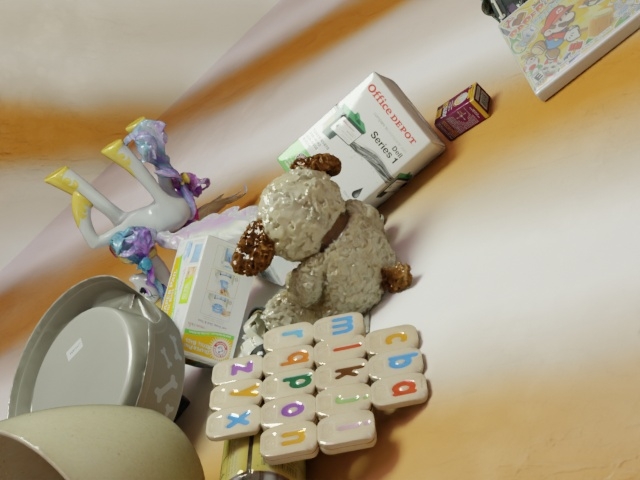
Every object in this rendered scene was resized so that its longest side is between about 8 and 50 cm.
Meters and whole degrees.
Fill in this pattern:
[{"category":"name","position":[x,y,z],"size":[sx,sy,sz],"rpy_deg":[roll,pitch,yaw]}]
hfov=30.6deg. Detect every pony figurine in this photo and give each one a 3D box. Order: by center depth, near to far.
[{"category":"pony figurine","position":[-0.295,-0.046,2.245],"size":[0.351,0.363,0.303],"rpy_deg":[-34,18,-7]}]

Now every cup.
[{"category":"cup","position":[-0.292,0.351,1.559],"size":[0.331,0.331,0.237],"rpy_deg":[-25,1,43]}]

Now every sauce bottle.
[{"category":"sauce bottle","position":[-0.069,0.253,1.522],"size":[0.111,0.111,0.344],"rpy_deg":[-38,21,20]}]

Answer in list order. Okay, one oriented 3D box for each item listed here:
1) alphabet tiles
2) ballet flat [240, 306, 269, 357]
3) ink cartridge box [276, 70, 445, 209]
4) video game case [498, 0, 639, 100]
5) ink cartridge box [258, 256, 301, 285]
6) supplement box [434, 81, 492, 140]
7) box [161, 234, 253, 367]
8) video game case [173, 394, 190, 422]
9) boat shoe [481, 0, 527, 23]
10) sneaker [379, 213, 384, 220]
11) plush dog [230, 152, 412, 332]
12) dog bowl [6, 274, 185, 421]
[{"category":"alphabet tiles","position":[-0.006,0.182,1.488],"size":[0.278,0.021,0.284],"rpy_deg":[-12,27,5]},{"category":"ballet flat","position":[-0.092,0.164,1.783],"size":[0.074,0.074,0.203],"rpy_deg":[-39,22,19]},{"category":"ink cartridge box","position":[0.066,-0.142,1.891],"size":[0.219,0.160,0.092],"rpy_deg":[-42,-17,14]},{"category":"video game case","position":[0.389,-0.341,1.772],"size":[0.227,0.026,0.206],"rpy_deg":[-39,37,20]},{"category":"ink cartridge box","position":[-0.020,-0.016,2.030],"size":[0.232,0.066,0.189],"rpy_deg":[-30,16,-16]},{"category":"supplement box","position":[0.229,-0.207,1.881],"size":[0.083,0.043,0.055],"rpy_deg":[-33,26,33]},{"category":"box","position":[-0.193,0.105,1.947],"size":[0.114,0.103,0.203],"rpy_deg":[-10,63,58]},{"category":"video game case","position":[-0.381,0.320,1.971],"size":[0.275,0.035,0.248],"rpy_deg":[-50,44,-11]},{"category":"boat shoe","position":[0.315,-0.423,2.013],"size":[0.091,0.114,0.302],"rpy_deg":[-36,22,11]},{"category":"sneaker","position":[0.063,-0.018,1.863],"size":[0.083,0.037,0.032],"rpy_deg":[-40,20,11]},{"category":"plush dog","position":[0.000,0.000,1.685],"size":[0.262,0.225,0.210],"rpy_deg":[-55,22,-23]},{"category":"dog bowl","position":[-0.355,0.234,1.869],"size":[0.349,0.102,0.348],"rpy_deg":[-22,55,35]}]
